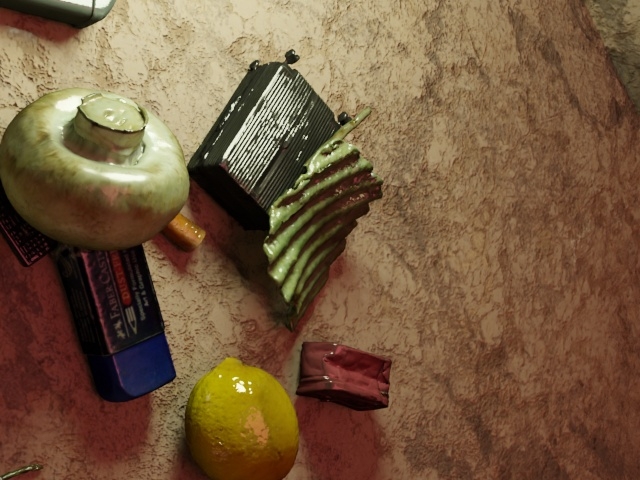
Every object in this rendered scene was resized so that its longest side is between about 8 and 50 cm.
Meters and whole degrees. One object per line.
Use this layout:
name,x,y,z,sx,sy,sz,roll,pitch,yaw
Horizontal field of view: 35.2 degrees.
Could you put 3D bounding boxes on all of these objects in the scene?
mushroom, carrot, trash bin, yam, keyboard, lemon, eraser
mushroom,-0.401,-0.137,1.806,0.352,0.352,0.260,-12,138,-42
carrot,-0.325,-0.060,2.045,0.210,0.061,0.061,43,60,-26
trash bin,-0.495,-0.500,1.890,0.236,0.101,0.176,4,86,-40
yam,0.039,-0.221,2.199,0.234,0.027,0.029,-45,118,-31
keyboard,-0.564,-0.067,1.843,0.094,0.025,0.230,-43,115,-33
lemon,-0.159,0.381,2.043,0.236,0.236,0.263,-32,82,-39
eraser,-0.392,0.137,1.929,0.155,0.102,0.332,-23,104,-42

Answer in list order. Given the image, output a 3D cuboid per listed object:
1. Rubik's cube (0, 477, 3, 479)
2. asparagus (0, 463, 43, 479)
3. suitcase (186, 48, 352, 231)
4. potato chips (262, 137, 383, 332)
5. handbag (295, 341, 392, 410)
Rubik's cube,-0.619,0.473,1.619,0.231,0.221,0.224,-47,117,-34
asparagus,-0.553,0.424,1.823,0.114,0.014,0.015,-14,130,-41
suitcase,-0.112,-0.210,2.177,0.229,0.152,0.335,46,59,-30
potato chips,0.003,-0.008,2.191,0.389,0.097,0.373,-57,155,-21
handbag,0.055,0.313,2.298,0.225,0.146,0.135,23,66,-38
